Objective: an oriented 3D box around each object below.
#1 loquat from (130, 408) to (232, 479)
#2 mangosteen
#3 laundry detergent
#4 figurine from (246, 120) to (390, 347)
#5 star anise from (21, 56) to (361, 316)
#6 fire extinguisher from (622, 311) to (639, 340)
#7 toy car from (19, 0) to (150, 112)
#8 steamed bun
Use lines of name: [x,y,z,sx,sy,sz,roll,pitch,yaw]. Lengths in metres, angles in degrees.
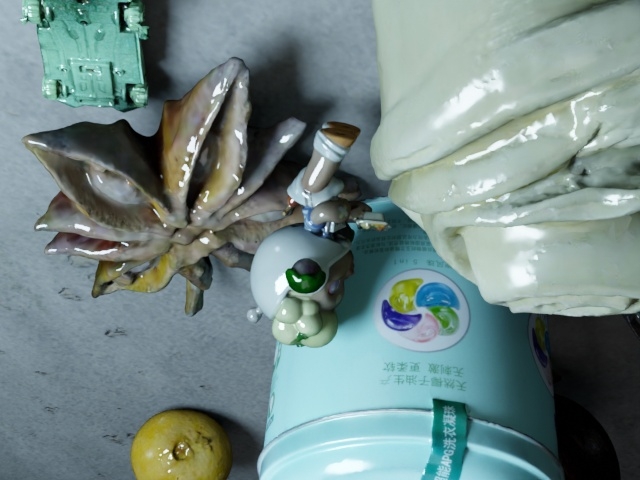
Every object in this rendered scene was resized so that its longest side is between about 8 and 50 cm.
loquat: [-0.186,0.296,1.328,0.141,0.141,0.141,4,144,3]
mangosteen: [0.237,0.262,1.180,0.228,0.228,0.265,-22,98,32]
laundry detergent: [0.088,0.161,0.962,0.287,0.305,0.287,3,144,2]
figurine: [0.001,0.001,0.829,0.093,0.147,0.197,27,112,5]
star anise: [-0.127,-0.034,0.880,0.292,0.109,0.349,-19,150,22]
fire extinguisher: [0.348,0.006,0.903,0.089,0.072,0.268,41,142,9]
toy car: [-0.177,-0.162,0.769,0.093,0.058,0.186,5,155,-5]
steamed bun: [0.189,-0.070,0.707,0.310,0.219,0.324,1,143,5]
